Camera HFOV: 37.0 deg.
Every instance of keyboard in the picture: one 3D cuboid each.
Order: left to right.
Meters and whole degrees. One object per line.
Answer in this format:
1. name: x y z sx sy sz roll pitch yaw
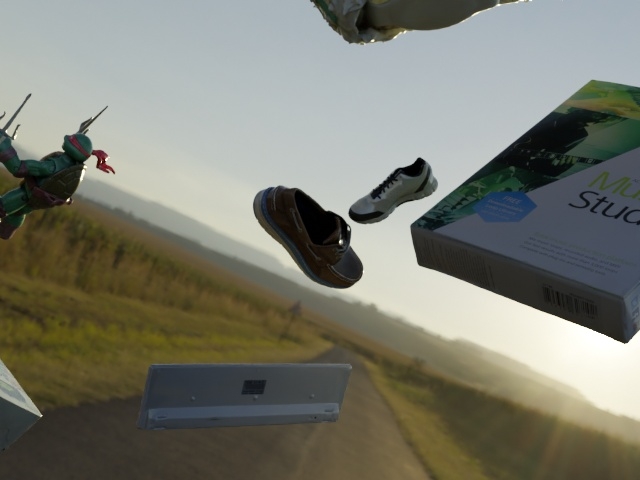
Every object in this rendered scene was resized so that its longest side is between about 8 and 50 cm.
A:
1. keyboard: -0.075 0.168 1.042 0.256 0.072 0.014 5 9 -36

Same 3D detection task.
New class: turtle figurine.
1. turtle figurine: -0.377 -0.092 1.274 0.118 0.234 0.175 52 13 21

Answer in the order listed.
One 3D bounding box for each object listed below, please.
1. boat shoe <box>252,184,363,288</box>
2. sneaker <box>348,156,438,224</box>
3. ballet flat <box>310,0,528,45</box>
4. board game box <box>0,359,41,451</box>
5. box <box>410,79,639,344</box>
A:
1. boat shoe: 0.000 0.000 1.138 0.066 0.066 0.183 -12 -39 41
2. sneaker: 0.076 -0.057 1.055 0.040 0.109 0.044 52 -13 44
3. ballet flat: 0.191 -0.288 1.008 0.408 0.147 0.147 -17 -9 2
4. board game box: -0.630 0.195 1.610 0.303 0.097 0.224 43 -9 26
5. box: 0.277 -0.048 0.926 0.232 0.322 0.059 21 -44 42
